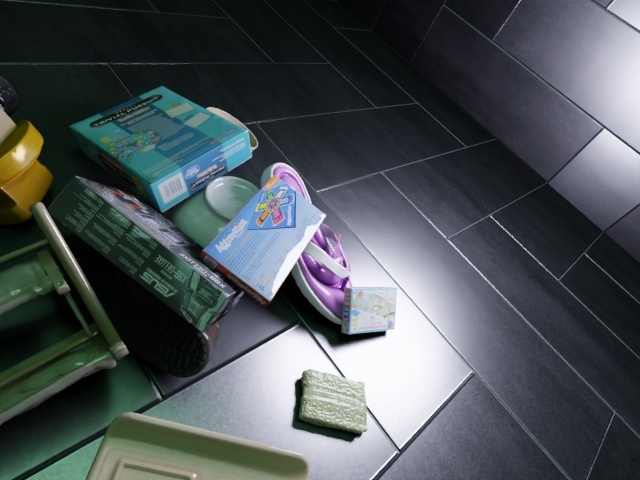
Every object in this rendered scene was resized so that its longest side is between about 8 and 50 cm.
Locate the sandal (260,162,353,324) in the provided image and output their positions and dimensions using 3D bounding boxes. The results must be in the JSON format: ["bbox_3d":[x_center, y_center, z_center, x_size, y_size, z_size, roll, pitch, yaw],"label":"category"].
[{"bbox_3d":[-0.008,0.006,0.960,0.169,0.102,0.416,-33,95,-53],"label":"sandal"}]

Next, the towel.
[{"bbox_3d":[0.027,0.322,0.841,0.148,0.027,0.110,18,45,-16],"label":"towel"}]

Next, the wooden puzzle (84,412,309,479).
[{"bbox_3d":[-0.188,0.450,0.565,0.322,0.080,0.348,20,48,-12],"label":"wooden puzzle"}]

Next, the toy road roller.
[{"bbox_3d":[-0.677,-0.139,0.779,0.329,0.241,0.203,-10,47,10],"label":"toy road roller"}]

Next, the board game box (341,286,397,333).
[{"bbox_3d":[0.117,0.161,0.983,0.154,0.026,0.104,5,88,-39],"label":"board game box"}]

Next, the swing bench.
[{"bbox_3d":[-0.452,0.126,0.593,0.253,0.165,0.255,-29,89,-28],"label":"swing bench"}]

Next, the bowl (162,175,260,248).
[{"bbox_3d":[-0.211,-0.054,0.978,0.297,0.134,0.298,16,44,-16],"label":"bowl"}]

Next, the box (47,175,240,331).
[{"bbox_3d":[-0.281,0.023,0.760,0.307,0.077,0.242,38,-2,-1],"label":"box"}]

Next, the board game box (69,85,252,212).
[{"bbox_3d":[-0.368,-0.228,0.975,0.336,0.079,0.253,32,55,28],"label":"board game box"}]

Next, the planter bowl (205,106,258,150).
[{"bbox_3d":[-0.268,-0.267,1.145,0.162,0.109,0.162,36,23,-18],"label":"planter bowl"}]

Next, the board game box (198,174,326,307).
[{"bbox_3d":[-0.098,-0.013,0.817,0.145,0.027,0.281,39,42,-6],"label":"board game box"}]

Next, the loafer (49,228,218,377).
[{"bbox_3d":[-0.341,0.113,0.776,0.366,0.134,0.130,37,8,6],"label":"loafer"}]
